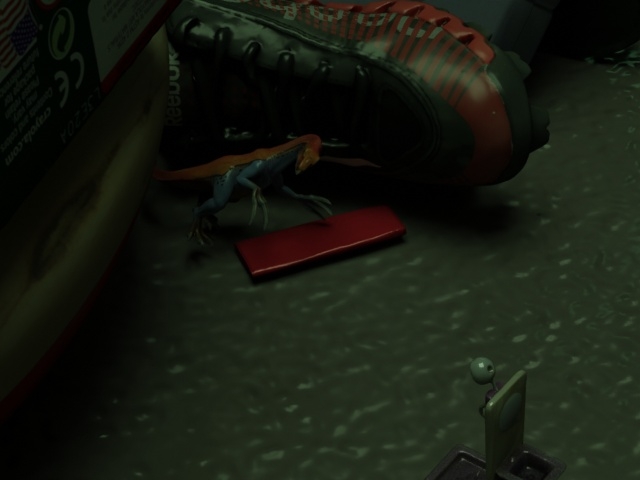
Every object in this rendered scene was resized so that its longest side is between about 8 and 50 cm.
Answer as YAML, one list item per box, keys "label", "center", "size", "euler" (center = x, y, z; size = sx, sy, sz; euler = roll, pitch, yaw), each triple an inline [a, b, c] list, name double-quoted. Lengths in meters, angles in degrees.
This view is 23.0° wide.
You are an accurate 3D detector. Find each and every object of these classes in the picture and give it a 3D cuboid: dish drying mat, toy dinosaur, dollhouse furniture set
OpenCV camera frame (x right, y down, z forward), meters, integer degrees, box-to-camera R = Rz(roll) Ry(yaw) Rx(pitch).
- label: "dish drying mat"
  center: [0.000, 0.000, 0.802]
  size: [0.083, 0.008, 0.032]
  euler: [-16, 36, -12]
- label: "toy dinosaur"
  center: [-0.038, -0.033, 0.785]
  size: [0.090, 0.082, 0.047]
  euler: [42, 23, 2]
- label: "dollhouse furniture set"
  center: [0.059, 0.106, 0.608]
  size: [0.091, 0.081, 0.114]
  euler: [24, 47, 31]

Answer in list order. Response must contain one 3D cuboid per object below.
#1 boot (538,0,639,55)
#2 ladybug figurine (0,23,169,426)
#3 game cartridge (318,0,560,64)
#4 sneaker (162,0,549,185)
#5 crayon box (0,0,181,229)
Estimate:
- label: "boot"
  center: [0.159, -0.228, 1.009]
  size: [0.229, 0.091, 0.263]
  euler: [-28, 50, -36]
- label: "ladybug figurine"
  center: [-0.232, 0.000, 0.696]
  size: [0.305, 0.162, 0.449]
  euler: [14, 44, 17]
- label: "game cartridge"
  center: [0.015, -0.241, 0.941]
  size: [0.355, 0.230, 0.068]
  euler: [33, 17, 37]
- label: "sneaker"
  center: [-0.017, -0.082, 0.823]
  size: [0.276, 0.098, 0.135]
  euler: [25, 37, 34]
- label: "crayon box"
  center: [-0.263, -0.064, 0.568]
  size: [0.313, 0.106, 0.363]
  euler: [12, 43, 17]
